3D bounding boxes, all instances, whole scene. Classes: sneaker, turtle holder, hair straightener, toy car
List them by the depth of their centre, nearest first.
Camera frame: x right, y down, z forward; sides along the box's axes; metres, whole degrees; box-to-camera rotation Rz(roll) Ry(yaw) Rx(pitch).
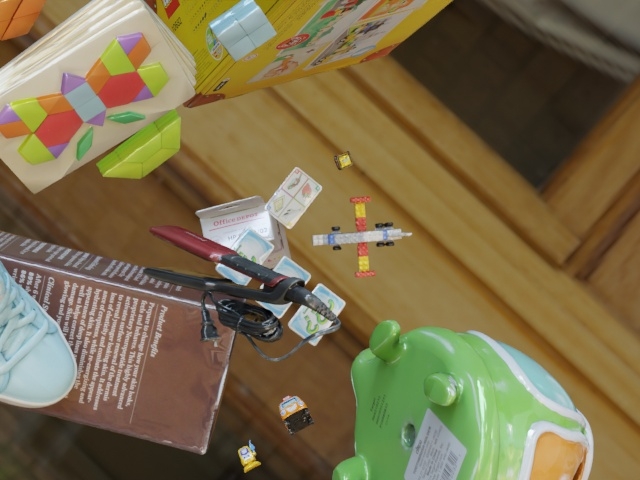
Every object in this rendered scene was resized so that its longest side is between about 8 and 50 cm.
[{"bbox_3d":[-0.075,0.055,1.236,0.047,0.230,0.089,0,-75,-52],"label":"hair straightener"},{"bbox_3d":[0.149,0.220,1.517,0.320,0.227,0.243,-13,71,61],"label":"turtle holder"},{"bbox_3d":[-0.397,0.069,1.540,0.135,0.366,0.150,-52,29,-17],"label":"sneaker"},{"bbox_3d":[-0.063,0.228,1.671,0.122,0.040,0.060,-36,-30,11],"label":"toy car"}]

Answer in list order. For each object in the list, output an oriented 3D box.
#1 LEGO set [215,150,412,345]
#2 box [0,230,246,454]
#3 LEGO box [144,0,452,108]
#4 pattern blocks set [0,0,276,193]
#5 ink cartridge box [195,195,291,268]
[{"bbox_3d":[0.000,0.000,1.906,0.244,0.182,0.060,-52,9,-4],"label":"LEGO set"},{"bbox_3d":[-0.299,0.119,1.737,0.143,0.381,0.191,-75,0,-80],"label":"box"},{"bbox_3d":[0.023,-0.385,1.852,0.372,0.193,0.500,-19,-6,-28],"label":"LEGO box"},{"bbox_3d":[-0.197,-0.120,1.134,0.325,0.026,0.285,-40,-29,11],"label":"pattern blocks set"},{"bbox_3d":[-0.114,-0.003,2.051,0.104,0.062,0.181,-14,-18,6],"label":"ink cartridge box"}]
